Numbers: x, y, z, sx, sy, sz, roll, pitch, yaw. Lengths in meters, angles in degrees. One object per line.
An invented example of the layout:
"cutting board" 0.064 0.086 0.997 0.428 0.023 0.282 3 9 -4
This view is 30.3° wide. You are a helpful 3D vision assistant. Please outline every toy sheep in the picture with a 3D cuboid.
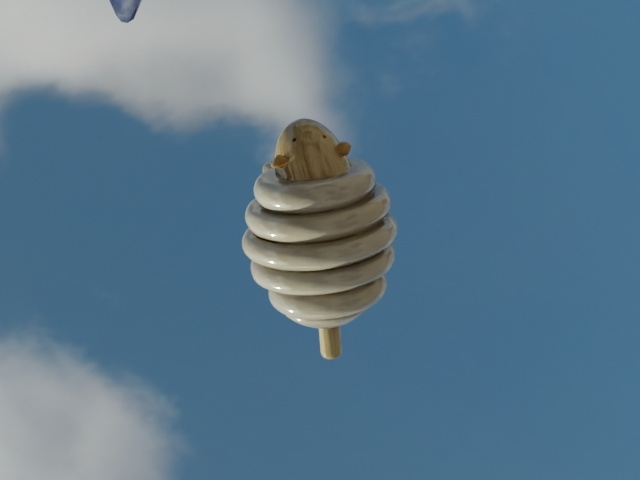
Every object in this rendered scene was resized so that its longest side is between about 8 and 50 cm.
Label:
"toy sheep" 0.000 0.000 0.625 0.091 0.091 0.132 -21 -69 -27

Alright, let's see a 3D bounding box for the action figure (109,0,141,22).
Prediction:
"action figure" -0.107 -0.170 0.459 0.330 0.178 0.341 8 -129 -42
